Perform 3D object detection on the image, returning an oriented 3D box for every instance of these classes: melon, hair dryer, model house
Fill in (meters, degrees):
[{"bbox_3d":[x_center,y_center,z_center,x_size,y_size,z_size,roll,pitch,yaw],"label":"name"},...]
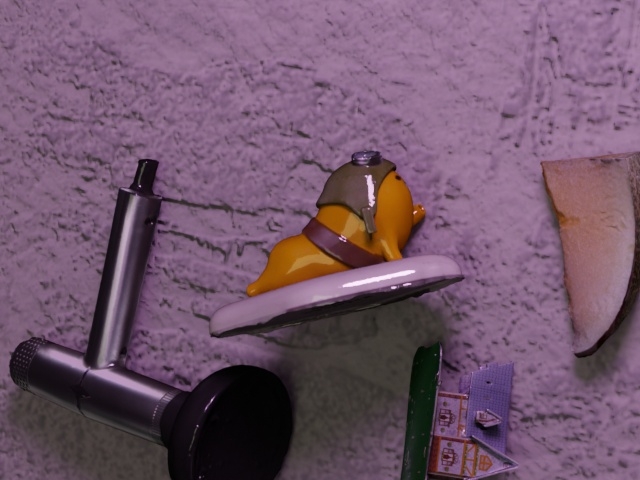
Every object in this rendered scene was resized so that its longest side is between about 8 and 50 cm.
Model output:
[{"bbox_3d":[0.253,0.012,1.373,0.098,0.054,0.182,-9,90,34],"label":"melon"},{"bbox_3d":[-0.179,0.089,1.552,0.320,0.155,0.284,25,117,32],"label":"hair dryer"},{"bbox_3d":[0.131,0.183,1.432,0.088,0.117,0.167,9,76,-8],"label":"model house"}]

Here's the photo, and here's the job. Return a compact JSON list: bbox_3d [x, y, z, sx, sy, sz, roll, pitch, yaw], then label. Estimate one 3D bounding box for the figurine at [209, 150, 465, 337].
[{"bbox_3d":[0.000,0.000,1.437,0.250,0.166,0.141,-14,84,11],"label":"figurine"}]
